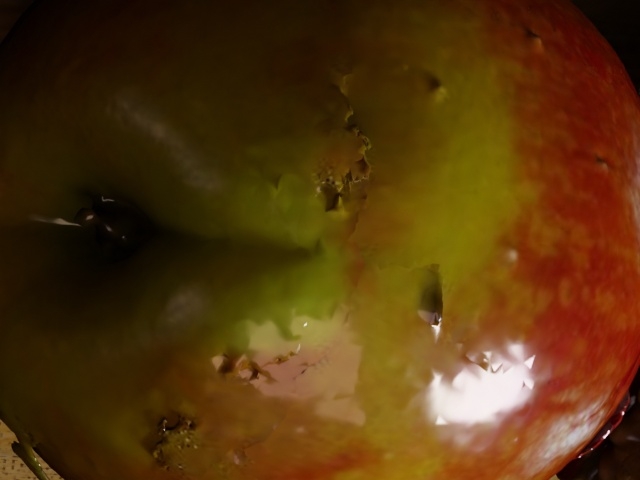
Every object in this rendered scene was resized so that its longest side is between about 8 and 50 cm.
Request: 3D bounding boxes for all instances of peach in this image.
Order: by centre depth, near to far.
[{"bbox_3d":[0.000,0.000,0.995,0.370,0.370,0.370,-5,133,-6],"label":"peach"}]

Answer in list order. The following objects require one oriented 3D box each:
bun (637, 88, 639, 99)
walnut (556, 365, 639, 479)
[{"bbox_3d":[0.259,-0.070,1.069,0.193,0.128,0.178,-58,151,8],"label":"bun"},{"bbox_3d":[0.273,0.085,1.198,0.244,0.222,0.269,8,120,-55],"label":"walnut"}]
